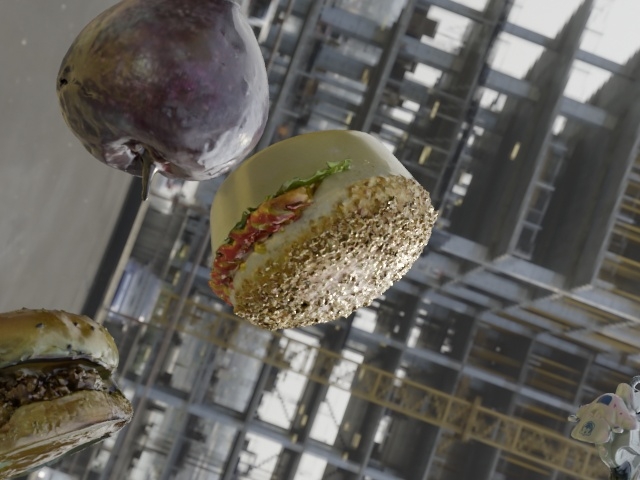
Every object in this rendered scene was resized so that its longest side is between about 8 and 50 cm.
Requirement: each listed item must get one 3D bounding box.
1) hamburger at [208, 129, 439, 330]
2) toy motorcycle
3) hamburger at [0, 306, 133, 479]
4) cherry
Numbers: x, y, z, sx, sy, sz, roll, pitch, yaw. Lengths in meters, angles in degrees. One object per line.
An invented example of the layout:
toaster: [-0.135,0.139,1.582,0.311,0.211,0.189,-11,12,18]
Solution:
hamburger: [0.000,0.000,1.168,0.276,0.294,0.179,-52,-128,41]
toy motorcycle: [0.414,0.304,1.325,0.102,0.150,0.221,3,-84,56]
hamburger: [-0.237,0.120,0.760,0.177,0.113,0.185,-31,164,26]
cherry: [-0.141,-0.146,0.882,0.195,0.195,0.195,-160,-90,-88]
